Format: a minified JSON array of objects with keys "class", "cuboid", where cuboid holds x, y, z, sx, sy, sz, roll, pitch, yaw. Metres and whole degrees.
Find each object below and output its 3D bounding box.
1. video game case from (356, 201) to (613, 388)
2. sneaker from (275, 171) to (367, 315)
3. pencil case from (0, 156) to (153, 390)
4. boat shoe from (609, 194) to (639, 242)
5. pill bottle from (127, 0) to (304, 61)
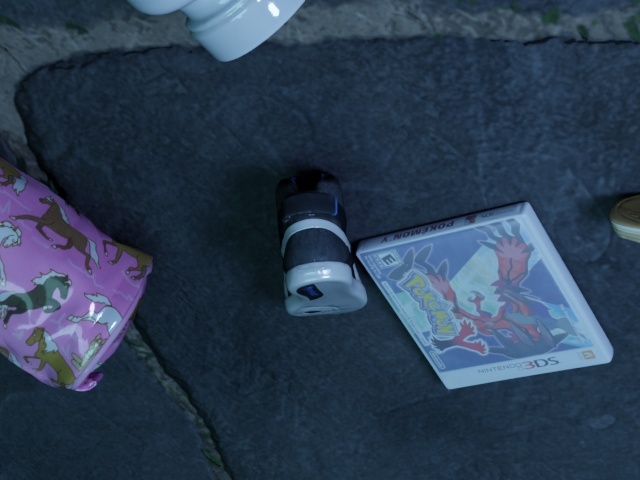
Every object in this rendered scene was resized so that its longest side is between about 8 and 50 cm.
[{"class":"video game case","cuboid":[0.158,0.059,1.453,0.183,0.023,0.201,-14,126,32]},{"class":"sneaker","cuboid":[0.000,0.000,1.428,0.079,0.121,0.217,-6,168,-1]},{"class":"pencil case","cuboid":[-0.356,0.000,1.505,0.386,0.160,0.167,31,135,-10]},{"class":"boat shoe","cuboid":[0.332,0.001,1.297,0.170,0.063,0.059,7,129,14]},{"class":"pill bottle","cuboid":[-0.128,-0.271,1.153,0.152,0.152,0.272,-26,120,38]}]
